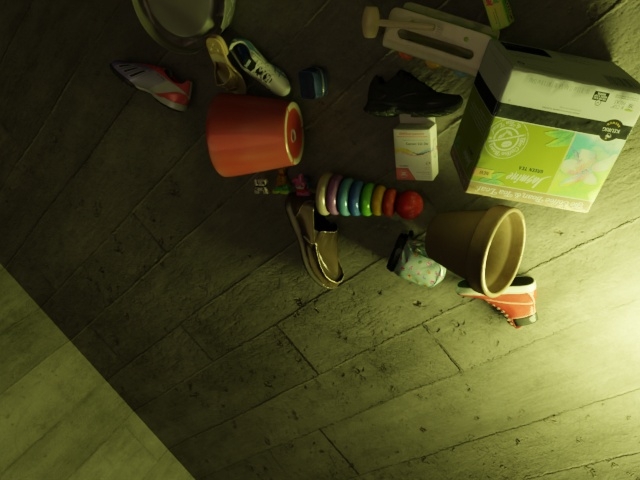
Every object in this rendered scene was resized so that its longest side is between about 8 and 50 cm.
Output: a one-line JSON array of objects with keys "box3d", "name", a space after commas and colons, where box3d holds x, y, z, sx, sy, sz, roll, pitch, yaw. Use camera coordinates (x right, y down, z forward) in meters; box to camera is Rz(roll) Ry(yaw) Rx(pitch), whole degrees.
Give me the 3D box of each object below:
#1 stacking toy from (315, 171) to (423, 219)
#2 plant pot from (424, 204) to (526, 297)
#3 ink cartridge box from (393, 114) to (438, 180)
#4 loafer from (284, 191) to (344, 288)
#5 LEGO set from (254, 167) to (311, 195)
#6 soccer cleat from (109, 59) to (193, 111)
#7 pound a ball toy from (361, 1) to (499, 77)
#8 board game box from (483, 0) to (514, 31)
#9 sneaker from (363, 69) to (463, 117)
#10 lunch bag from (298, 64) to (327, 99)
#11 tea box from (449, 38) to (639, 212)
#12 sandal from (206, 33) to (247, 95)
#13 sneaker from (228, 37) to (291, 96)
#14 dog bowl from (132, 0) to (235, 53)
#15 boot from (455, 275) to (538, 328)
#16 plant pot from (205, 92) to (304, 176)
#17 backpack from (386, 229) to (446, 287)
[{"box3d": [0.157, -0.129, 1.835, 0.330, 0.141, 0.141, 9, 121, 19], "name": "stacking toy"}, {"box3d": [0.439, 0.013, 1.712, 0.229, 0.263, 0.263, 16, 125, 40], "name": "plant pot"}, {"box3d": [0.279, -0.281, 1.718, 0.115, 0.067, 0.198, 4, 118, 26], "name": "ink cartridge box"}, {"box3d": [0.000, 0.000, 1.981, 0.130, 0.134, 0.366, -13, 110, 33], "name": "loafer"}, {"box3d": [-0.118, -0.211, 1.960, 0.227, 0.087, 0.093, 5, 116, 33], "name": "LEGO set"}, {"box3d": [-0.576, -0.557, 2.003, 0.318, 0.108, 0.117, 31, 106, 11], "name": "soccer cleat"}, {"box3d": [0.274, -0.508, 1.504, 0.319, 0.208, 0.136, 22, 125, 14], "name": "pound a ball toy"}, {"box3d": [0.424, -0.615, 1.437, 0.043, 0.092, 0.181, -13, 110, 32], "name": "board game box"}, {"box3d": [0.255, -0.409, 1.630, 0.286, 0.109, 0.130, 8, 97, 25], "name": "sneaker"}, {"box3d": [-0.021, -0.480, 1.766, 0.067, 0.065, 0.099, 18, 126, 36], "name": "lunch bag"}, {"box3d": [0.534, -0.276, 1.427, 0.328, 0.220, 0.324, 8, 125, -5], "name": "tea box"}, {"box3d": [-0.308, -0.519, 1.822, 0.088, 0.079, 0.240, 12, 149, 24], "name": "sandal"}, {"box3d": [-0.192, -0.532, 1.814, 0.237, 0.086, 0.085, 43, 126, -2], "name": "sneaker"}, {"box3d": [-0.413, -0.759, 1.791, 0.348, 0.102, 0.349, 13, 123, 21], "name": "dog bowl"}, {"box3d": [0.553, 0.203, 1.840, 0.244, 0.088, 0.176, -1, 118, 24], "name": "boot"}, {"box3d": [-0.192, -0.331, 1.830, 0.243, 0.275, 0.275, 2, 118, 15], "name": "plant pot"}, {"box3d": [0.313, 0.073, 1.872, 0.181, 0.115, 0.152, 24, 123, 10], "name": "backpack"}]
